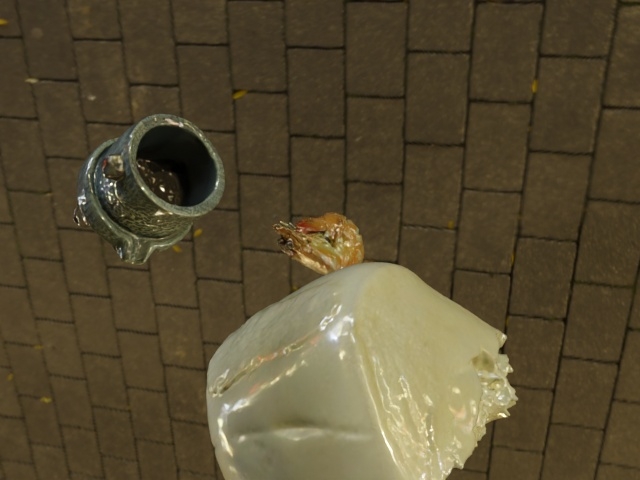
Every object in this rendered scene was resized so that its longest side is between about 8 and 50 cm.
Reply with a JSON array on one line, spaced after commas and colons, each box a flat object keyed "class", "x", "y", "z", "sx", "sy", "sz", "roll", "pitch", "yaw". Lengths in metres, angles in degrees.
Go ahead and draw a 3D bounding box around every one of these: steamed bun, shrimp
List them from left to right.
[{"class": "shrimp", "x": -0.001, "y": 0.000, "z": 1.559, "sx": 0.062, "sy": 0.294, "sz": 0.154, "roll": 4, "pitch": 79, "yaw": 44}, {"class": "steamed bun", "x": 0.029, "y": 0.191, "z": 0.678, "sx": 0.273, "sy": 0.272, "sz": 0.290, "roll": 37, "pitch": 125, "yaw": -16}]

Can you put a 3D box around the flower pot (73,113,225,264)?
[{"class": "flower pot", "x": -0.389, "y": -0.101, "z": 1.495, "sx": 0.283, "sy": 0.299, "sz": 0.299, "roll": -23, "pitch": 107, "yaw": 44}]
